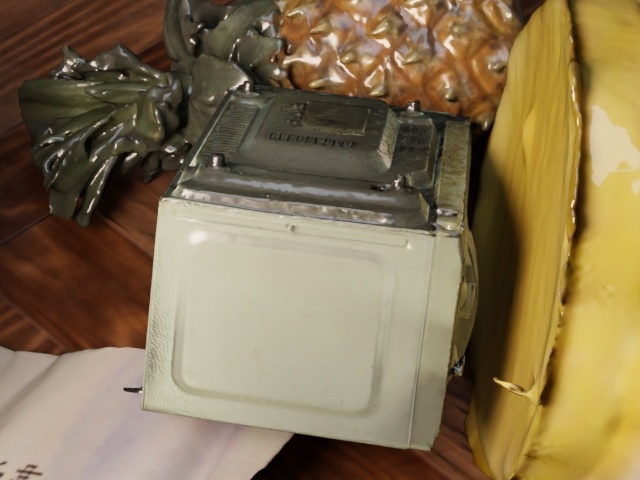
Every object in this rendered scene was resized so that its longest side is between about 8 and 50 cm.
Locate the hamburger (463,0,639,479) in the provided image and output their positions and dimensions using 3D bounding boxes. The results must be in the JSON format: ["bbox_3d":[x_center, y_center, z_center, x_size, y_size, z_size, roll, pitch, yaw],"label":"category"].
[{"bbox_3d":[0.197,0.013,0.851,0.236,0.276,0.276,8,43,-4],"label":"hamburger"}]

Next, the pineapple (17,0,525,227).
[{"bbox_3d":[-0.030,-0.096,1.066,0.310,0.141,0.170,-13,72,0],"label":"pineapple"}]

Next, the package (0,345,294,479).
[{"bbox_3d":[-0.160,0.136,0.889,0.251,0.062,0.204,10,44,32],"label":"package"}]

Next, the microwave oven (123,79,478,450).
[{"bbox_3d":[0.000,0.000,0.907,0.163,0.129,0.205,9,20,2],"label":"microwave oven"}]
